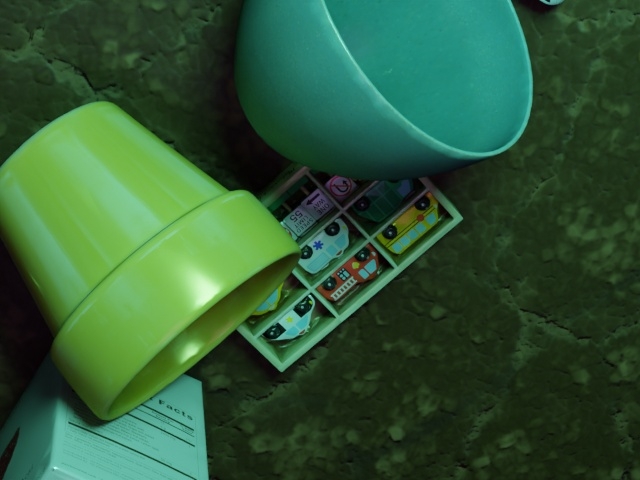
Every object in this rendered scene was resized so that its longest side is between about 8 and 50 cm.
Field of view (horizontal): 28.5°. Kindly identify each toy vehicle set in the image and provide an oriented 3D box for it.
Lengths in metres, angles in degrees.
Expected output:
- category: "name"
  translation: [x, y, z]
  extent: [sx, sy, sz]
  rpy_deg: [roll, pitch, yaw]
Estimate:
- category: "toy vehicle set"
  translation: [0.000, 0.000, 1.358]
  extent: [0.267, 0.035, 0.166]
  rpy_deg: [-41, 112, 10]

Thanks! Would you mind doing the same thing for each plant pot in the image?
- category: "plant pot"
  translation: [0.032, -0.173, 1.185]
  extent: [0.290, 0.290, 0.195]
  rpy_deg: [42, 134, -21]
- category: "plant pot"
  translation: [-0.186, 0.004, 1.217]
  extent: [0.254, 0.254, 0.239]
  rpy_deg: [-42, 82, 11]

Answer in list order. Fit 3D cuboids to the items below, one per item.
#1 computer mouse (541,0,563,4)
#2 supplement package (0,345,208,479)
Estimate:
- category: "computer mouse"
  translation: [0.196, -0.311, 1.230]
  extent: [0.193, 0.042, 0.106]
  rpy_deg: [40, 68, -25]
- category: "supplement package"
  translation: [-0.232, 0.248, 1.292]
  extent: [0.175, 0.293, 0.177]
  rpy_deg: [28, 106, -18]
